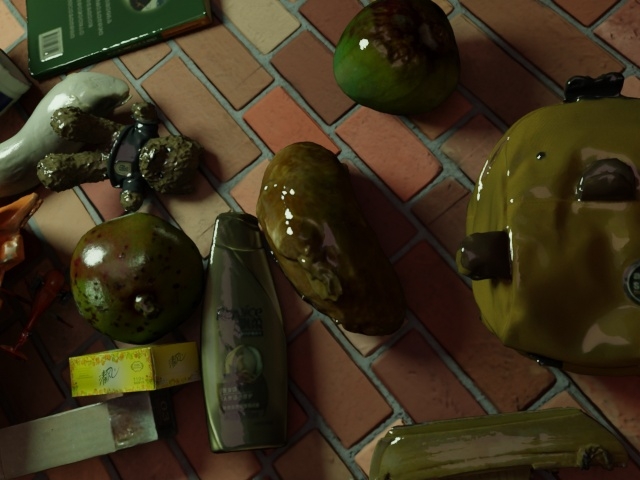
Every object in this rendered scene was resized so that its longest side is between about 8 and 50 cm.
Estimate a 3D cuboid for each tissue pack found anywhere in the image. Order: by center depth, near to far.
[{"bbox_3d":[-0.272,0.187,0.953,0.176,0.095,0.062,-13,81,32],"label":"tissue pack"}]

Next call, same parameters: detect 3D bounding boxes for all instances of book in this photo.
[{"bbox_3d":[-0.397,-0.472,1.248,0.371,0.043,0.260,-14,73,11],"label":"book"}]

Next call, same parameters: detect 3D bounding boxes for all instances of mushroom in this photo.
[{"bbox_3d":[-0.481,-0.174,1.137,0.351,0.109,0.097,-37,52,8],"label":"mushroom"}]

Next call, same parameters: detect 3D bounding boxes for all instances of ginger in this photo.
[{"bbox_3d":[0.000,0.000,0.942,0.165,0.172,0.321,-41,65,43],"label":"ginger"}]

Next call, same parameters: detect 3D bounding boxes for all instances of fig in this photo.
[{"bbox_3d":[0.111,-0.277,0.997,0.191,0.181,0.180,-6,71,37],"label":"fig"}]

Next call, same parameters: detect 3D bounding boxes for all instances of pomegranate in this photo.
[{"bbox_3d":[-0.270,0.036,0.990,0.198,0.198,0.246,-4,45,13],"label":"pomegranate"}]

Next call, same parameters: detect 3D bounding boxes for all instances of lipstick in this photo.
[{"bbox_3d":[-0.407,0.306,0.991,0.372,0.076,0.079,-16,79,8],"label":"lipstick"}]

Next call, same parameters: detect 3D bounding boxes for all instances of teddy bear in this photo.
[{"bbox_3d":[-0.326,-0.146,1.087,0.252,0.129,0.181,11,101,-8],"label":"teddy bear"}]

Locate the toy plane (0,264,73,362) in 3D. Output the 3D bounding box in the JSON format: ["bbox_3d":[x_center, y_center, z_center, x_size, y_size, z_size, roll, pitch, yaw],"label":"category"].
[{"bbox_3d":[-0.453,0.101,1.028,0.126,0.194,0.077,40,108,-2],"label":"toy plane"}]

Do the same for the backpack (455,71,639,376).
[{"bbox_3d":[0.349,-0.016,0.837,0.354,0.201,0.377,-3,76,9],"label":"backpack"}]

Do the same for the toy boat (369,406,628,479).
[{"bbox_3d":[0.222,0.290,0.835,0.321,0.089,0.121,-10,80,12],"label":"toy boat"}]

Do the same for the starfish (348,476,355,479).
[{"bbox_3d":[0.054,0.502,0.771,0.384,0.132,0.397,-1,89,7],"label":"starfish"}]

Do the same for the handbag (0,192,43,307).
[{"bbox_3d":[-0.585,0.116,1.005,0.304,0.116,0.409,-5,68,48],"label":"handbag"}]

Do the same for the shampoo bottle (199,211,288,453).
[{"bbox_3d":[-0.115,0.129,0.965,0.126,0.084,0.349,1,70,-16],"label":"shampoo bottle"}]

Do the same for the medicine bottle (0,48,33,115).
[{"bbox_3d":[-0.714,-0.237,1.175,0.332,0.190,0.190,-44,69,-2],"label":"medicine bottle"}]
